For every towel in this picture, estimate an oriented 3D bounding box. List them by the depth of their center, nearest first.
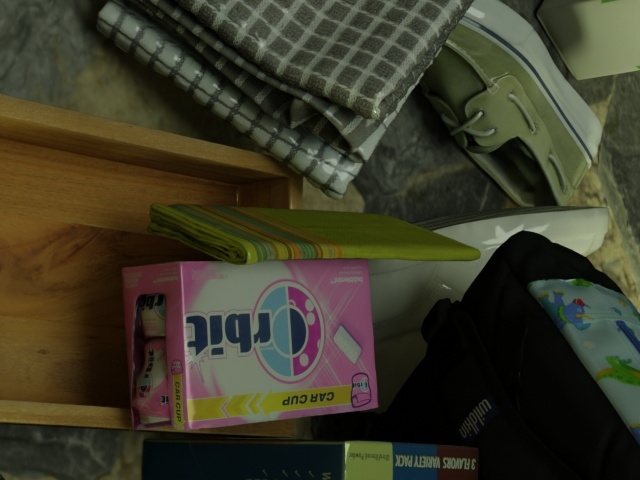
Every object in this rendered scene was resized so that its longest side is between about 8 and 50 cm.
[{"bbox_3d":[0.000,0.000,1.114,0.237,0.102,0.021,1,107,-46],"label":"towel"},{"bbox_3d":[-0.001,-0.208,1.168,0.235,0.121,0.284,37,57,-4],"label":"towel"}]

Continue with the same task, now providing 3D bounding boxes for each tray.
[{"bbox_3d":[-0.184,0.019,1.045,0.411,0.076,0.203,11,78,-45],"label":"tray"}]

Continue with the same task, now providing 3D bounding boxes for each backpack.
[{"bbox_3d":[0.205,0.216,1.126,0.273,0.355,0.290,20,111,-27],"label":"backpack"}]

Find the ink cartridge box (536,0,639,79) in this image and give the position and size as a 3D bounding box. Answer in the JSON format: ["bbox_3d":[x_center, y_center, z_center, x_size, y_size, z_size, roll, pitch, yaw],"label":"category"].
[{"bbox_3d":[0.329,-0.267,1.535,0.092,0.160,0.219,54,52,-28],"label":"ink cartridge box"}]

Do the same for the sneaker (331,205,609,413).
[{"bbox_3d":[0.133,0.062,1.344,0.292,0.108,0.169,-12,96,-34],"label":"sneaker"}]

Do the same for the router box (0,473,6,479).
[{"bbox_3d":[-0.227,0.252,0.991,0.179,0.046,0.133,-52,121,-36],"label":"router box"}]

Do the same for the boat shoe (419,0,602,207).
[{"bbox_3d":[0.150,-0.121,1.377,0.302,0.109,0.094,36,63,-40],"label":"boat shoe"}]

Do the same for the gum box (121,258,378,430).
[{"bbox_3d":[-0.048,0.068,1.080,0.188,0.062,0.107,0,85,-46],"label":"gum box"}]

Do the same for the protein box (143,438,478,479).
[{"bbox_3d":[-0.012,0.237,1.100,0.136,0.201,0.200,10,78,-45],"label":"protein box"}]
